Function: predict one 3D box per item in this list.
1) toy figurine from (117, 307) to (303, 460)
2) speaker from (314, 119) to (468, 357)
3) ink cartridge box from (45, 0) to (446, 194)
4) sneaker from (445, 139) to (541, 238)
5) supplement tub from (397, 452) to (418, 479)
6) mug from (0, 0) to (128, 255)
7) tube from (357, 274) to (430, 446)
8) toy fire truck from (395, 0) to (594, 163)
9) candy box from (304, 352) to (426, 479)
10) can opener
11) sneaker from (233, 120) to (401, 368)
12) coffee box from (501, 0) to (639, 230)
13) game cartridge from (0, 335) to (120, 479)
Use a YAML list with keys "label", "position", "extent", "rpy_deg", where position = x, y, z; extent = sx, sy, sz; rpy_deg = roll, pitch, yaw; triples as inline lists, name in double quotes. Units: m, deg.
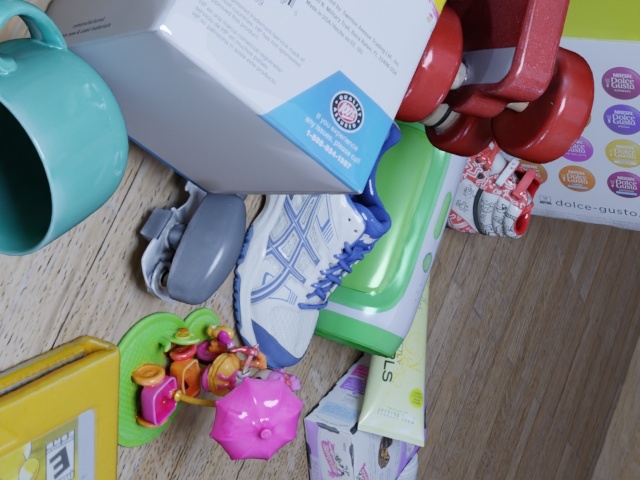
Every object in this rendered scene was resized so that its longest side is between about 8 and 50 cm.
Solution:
- label: "toy figurine"
  position: [-0.083, 0.138, 0.975]
  extent: [0.173, 0.159, 0.130]
  rpy_deg: [-36, 133, -50]
- label: "speaker"
  position: [0.078, -0.023, 1.219]
  extent: [0.131, 0.131, 0.296]
  rpy_deg: [34, 73, -60]
- label: "ink cartridge box"
  position: [-0.042, -0.197, 0.795]
  extent: [0.198, 0.197, 0.270]
  rpy_deg: [37, 69, -35]
- label: "sneaker"
  position: [0.212, -0.117, 1.396]
  extent: [0.090, 0.145, 0.270]
  rpy_deg: [-50, 142, -39]
- label: "supplement tub"
  position: [0.099, 0.342, 1.488]
  extent: [0.071, 0.071, 0.107]
  rpy_deg: [-31, 129, -52]
- label: "mug"
  position: [-0.185, -0.075, 0.704]
  extent: [0.158, 0.129, 0.097]
  rpy_deg: [-41, -179, 43]
- label: "tube"
  position: [0.100, 0.129, 1.324]
  extent: [0.062, 0.070, 0.240]
  rpy_deg: [63, 31, -59]
- label: "toy fire truck"
  position: [0.124, -0.212, 0.937]
  extent: [0.169, 0.302, 0.253]
  rpy_deg: [15, 91, -24]
- label: "candy box"
  position: [0.063, 0.244, 1.378]
  extent: [0.196, 0.070, 0.164]
  rpy_deg: [-42, 137, -46]
- label: "can opener"
  position: [-0.069, -0.061, 0.973]
  extent: [0.283, 0.095, 0.076]
  rpy_deg: [-61, 149, -24]
- label: "sneaker"
  position: [0.000, 0.000, 1.091]
  extent: [0.112, 0.131, 0.296]
  rpy_deg: [-13, 116, -60]
- label: "coffee box"
  position: [0.418, -0.250, 1.467]
  extent: [0.338, 0.338, 0.334]
  rpy_deg: [-63, 150, -34]
- label: "game cartridge"
  position: [-0.262, 0.266, 0.830]
  extent: [0.285, 0.053, 0.323]
  rpy_deg: [-25, 124, -54]
